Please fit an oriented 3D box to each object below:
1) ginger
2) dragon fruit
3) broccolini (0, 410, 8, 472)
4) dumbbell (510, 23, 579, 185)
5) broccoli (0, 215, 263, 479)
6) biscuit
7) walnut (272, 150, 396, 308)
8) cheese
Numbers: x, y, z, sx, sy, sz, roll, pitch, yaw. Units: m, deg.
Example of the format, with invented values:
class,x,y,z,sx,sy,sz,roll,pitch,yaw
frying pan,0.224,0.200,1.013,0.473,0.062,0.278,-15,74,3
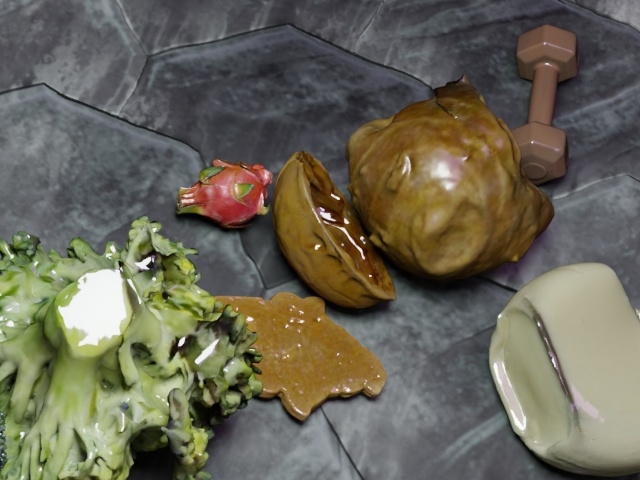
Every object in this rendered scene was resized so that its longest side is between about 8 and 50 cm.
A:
class,x,y,z,sx,sy,sz,roll,pitch,yaw
ginger,0.156,-0.050,2.157,0.223,0.269,0.200,-37,55,-4
dragon fruit,-0.116,-0.055,2.126,0.116,0.086,0.081,-5,66,-26
broccolini,-0.432,0.099,1.853,0.074,0.079,0.392,-35,56,-12
dumbbell,0.293,-0.180,2.355,0.082,0.092,0.231,0,54,16
broccoli,-0.231,0.137,1.880,0.334,0.272,0.324,-18,98,-13
biscuit,-0.043,0.125,2.071,0.250,0.035,0.162,23,49,-6
walnut,-0.001,0.003,2.112,0.211,0.087,0.167,58,13,-1
cheese,0.332,0.155,2.134,0.233,0.127,0.266,-10,66,-28
